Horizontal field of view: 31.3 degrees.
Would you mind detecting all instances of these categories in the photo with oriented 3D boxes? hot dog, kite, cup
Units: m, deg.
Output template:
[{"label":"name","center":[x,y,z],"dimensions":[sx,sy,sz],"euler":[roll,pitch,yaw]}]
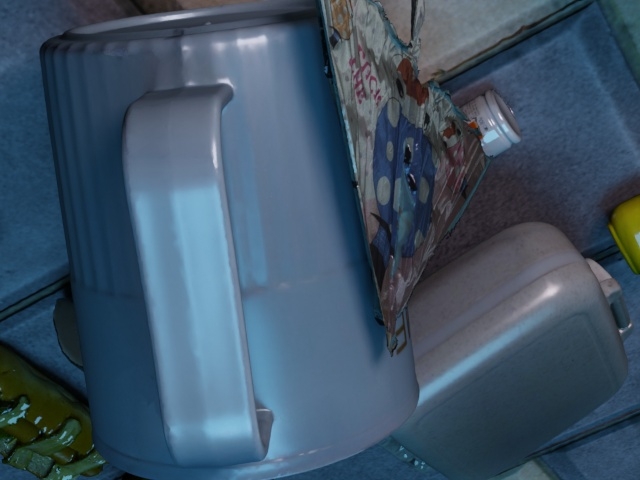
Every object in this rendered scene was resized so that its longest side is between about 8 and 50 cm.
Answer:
[{"label":"hot dog","center":[-0.321,0.196,1.246],"dimensions":[0.109,0.072,0.269],"euler":[-28,136,14]},{"label":"kite","center":[0.065,-0.096,0.837],"dimensions":[0.014,0.368,0.406],"euler":[0,164,24]},{"label":"cup","center":[-0.085,-0.006,0.837],"dimensions":[0.257,0.331,0.311],"euler":[3,107,31]}]

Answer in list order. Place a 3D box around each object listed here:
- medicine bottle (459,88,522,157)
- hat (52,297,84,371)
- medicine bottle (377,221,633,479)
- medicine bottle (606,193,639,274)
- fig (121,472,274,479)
[{"label":"medicine bottle","center":[0.134,-0.093,1.046],"dimensions":[0.089,0.057,0.057],"euler":[-31,134,21]},{"label":"hat","center":[-0.113,0.094,1.148],"dimensions":[0.301,0.168,0.258],"euler":[18,168,1]},{"label":"medicine bottle","center":[0.182,0.127,1.171],"dimensions":[0.282,0.123,0.375],"euler":[-34,150,5]},{"label":"medicine bottle","center":[0.441,-0.056,1.139],"dimensions":[0.309,0.076,0.111],"euler":[-26,142,16]},{"label":"fig","center":[-0.155,0.283,1.297],"dimensions":[0.217,0.217,0.321],"euler":[-13,124,2]}]
